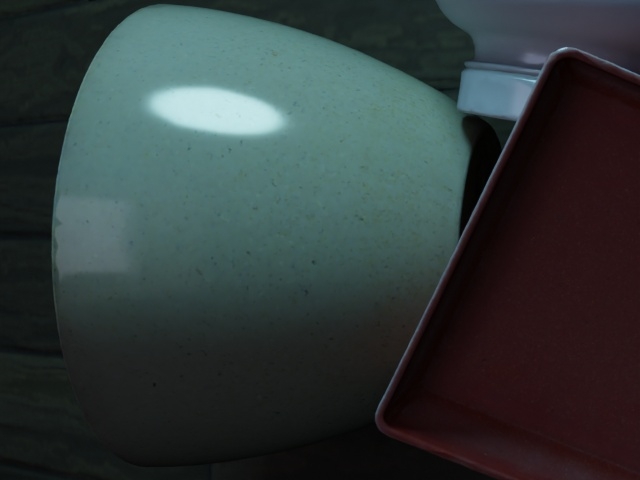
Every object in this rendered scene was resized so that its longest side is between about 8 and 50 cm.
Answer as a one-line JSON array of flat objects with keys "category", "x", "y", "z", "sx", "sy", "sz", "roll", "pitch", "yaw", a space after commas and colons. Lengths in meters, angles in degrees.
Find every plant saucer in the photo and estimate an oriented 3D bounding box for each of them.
[{"category": "plant saucer", "x": 0.197, "y": 0.043, "z": 0.790, "sx": 0.048, "sy": 0.258, "sz": 0.259, "roll": -80, "pitch": 13, "yaw": -68}]

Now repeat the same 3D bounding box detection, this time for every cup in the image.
[{"category": "cup", "x": 0.000, "y": 0.000, "z": 0.930, "sx": 0.237, "sy": 0.331, "sz": 0.331, "roll": 2, "pitch": 90, "yaw": 18}]

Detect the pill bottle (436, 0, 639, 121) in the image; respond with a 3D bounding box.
[{"category": "pill bottle", "x": 0.170, "y": -0.230, "z": 0.821, "sx": 0.181, "sy": 0.181, "sz": 0.323, "roll": 16, "pitch": 100, "yaw": 44}]
